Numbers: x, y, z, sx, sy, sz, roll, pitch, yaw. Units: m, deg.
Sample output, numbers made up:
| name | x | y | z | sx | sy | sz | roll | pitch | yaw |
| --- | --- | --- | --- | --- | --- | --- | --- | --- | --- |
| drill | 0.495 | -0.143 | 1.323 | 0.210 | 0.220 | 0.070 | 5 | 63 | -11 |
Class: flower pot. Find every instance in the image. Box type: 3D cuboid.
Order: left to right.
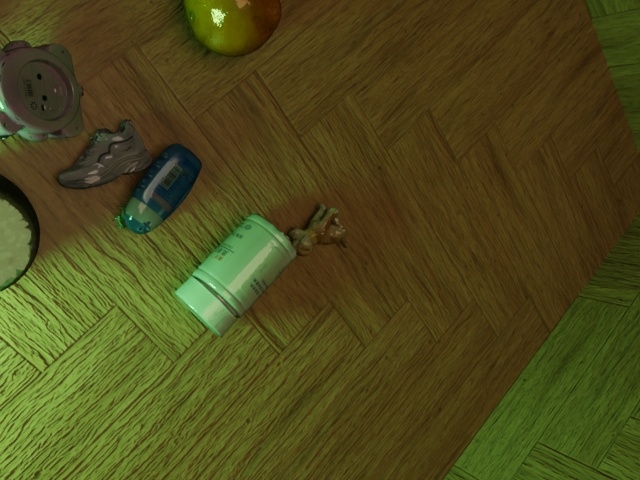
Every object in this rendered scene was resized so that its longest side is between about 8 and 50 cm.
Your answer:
| name | x | y | z | sx | sy | sz | roll | pitch | yaw |
| --- | --- | --- | --- | --- | --- | --- | --- | --- | --- |
| flower pot | -0.757 | -0.009 | 1.271 | 0.294 | 0.330 | 0.293 | -5 | 100 | -31 |

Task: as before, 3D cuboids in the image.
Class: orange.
| name | x | y | z | sx | sy | sz | roll | pitch | yaw |
| --- | --- | --- | --- | --- | --- | --- | --- | --- | --- |
| orange | -0.239 | -0.619 | 1.559 | 0.261 | 0.261 | 0.260 | -5 | 100 | -32 |

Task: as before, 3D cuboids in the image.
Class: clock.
| name | x | y | z | sx | sy | sz | roll | pitch | yaw |
| --- | --- | --- | --- | --- | --- | --- | --- | --- | --- |
| clock | -0.666 | -0.342 | 1.357 | 0.248 | 0.090 | 0.227 | -32 | 118 | -64 |

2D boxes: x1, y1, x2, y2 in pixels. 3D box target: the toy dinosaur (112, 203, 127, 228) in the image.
| name | x | y | z | sx | sy | sz | roll | pitch | yaw |
| --- | --- | --- | --- | --- | --- | --- | --- | --- | --- |
| toy dinosaur | -0.523 | -0.067 | 1.597 | 0.083 | 0.021 | 0.062 | -20 | 114 | -26 |

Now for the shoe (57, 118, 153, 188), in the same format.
| name | x | y | z | sx | sy | sz | roll | pitch | yaw |
| --- | --- | --- | --- | --- | --- | --- | --- | --- | --- |
| shoe | -0.560 | -0.218 | 1.513 | 0.245 | 0.095 | 0.137 | -27 | 107 | -31 |

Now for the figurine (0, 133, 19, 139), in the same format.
| name | x | y | z | sx | sy | sz | roll | pitch | yaw |
| --- | --- | --- | --- | --- | --- | --- | --- | --- | --- |
| figurine | -0.737 | -0.277 | 1.408 | 0.129 | 0.054 | 0.072 | -10 | 98 | -34 |

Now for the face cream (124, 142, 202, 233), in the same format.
| name | x | y | z | sx | sy | sz | roll | pitch | yaw |
| --- | --- | --- | --- | --- | --- | --- | --- | --- | --- |
| face cream | -0.431 | -0.131 | 1.600 | 0.263 | 0.083 | 0.149 | -56 | 145 | -14 |

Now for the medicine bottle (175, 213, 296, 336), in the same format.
| name | x | y | z | sx | sy | sz | roll | pitch | yaw |
| --- | --- | --- | --- | --- | --- | --- | --- | --- | --- |
| medicine bottle | -0.243 | 0.100 | 1.701 | 0.332 | 0.190 | 0.190 | -48 | 119 | -19 |

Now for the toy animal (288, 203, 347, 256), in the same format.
| name | x | y | z | sx | sy | sz | roll | pitch | yaw |
| --- | --- | --- | --- | --- | --- | --- | --- | --- | --- |
| toy animal | -0.004 | 0.008 | 1.901 | 0.185 | 0.104 | 0.183 | -45 | 125 | -25 |
